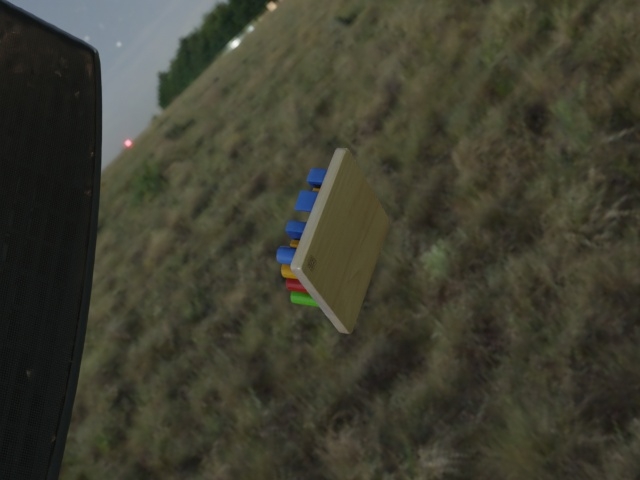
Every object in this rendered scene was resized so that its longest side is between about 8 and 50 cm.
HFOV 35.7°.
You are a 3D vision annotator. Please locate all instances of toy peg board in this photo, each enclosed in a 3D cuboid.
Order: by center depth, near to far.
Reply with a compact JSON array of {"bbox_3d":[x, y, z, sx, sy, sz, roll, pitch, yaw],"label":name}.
[{"bbox_3d":[0.000,0.000,1.166,0.079,0.160,0.161,6,62,29],"label":"toy peg board"}]

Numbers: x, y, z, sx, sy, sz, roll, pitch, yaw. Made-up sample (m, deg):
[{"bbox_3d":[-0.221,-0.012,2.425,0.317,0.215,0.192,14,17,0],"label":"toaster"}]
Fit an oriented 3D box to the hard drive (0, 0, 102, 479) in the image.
[{"bbox_3d":[-0.145,0.021,0.283,0.054,0.172,0.255,-19,57,41],"label":"hard drive"}]
